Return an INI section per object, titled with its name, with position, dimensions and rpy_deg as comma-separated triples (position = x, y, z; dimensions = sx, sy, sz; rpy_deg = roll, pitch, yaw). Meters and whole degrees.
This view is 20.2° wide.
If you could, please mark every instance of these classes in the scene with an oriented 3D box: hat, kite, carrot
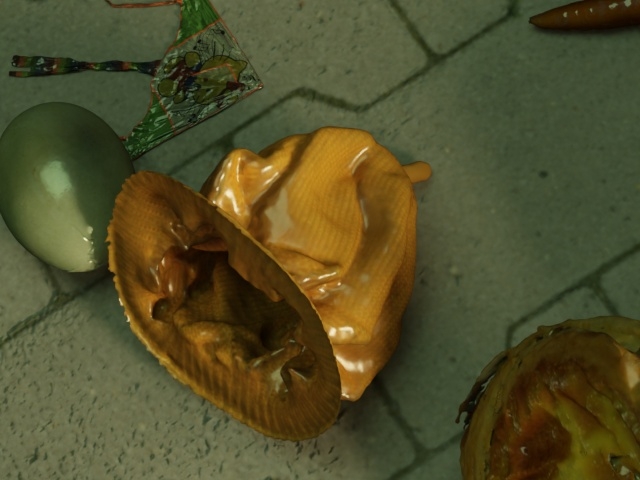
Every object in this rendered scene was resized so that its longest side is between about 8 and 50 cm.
[hat]
position = 0.000, 0.000, 1.373
dimensions = 0.233, 0.244, 0.233
rpy_deg = -34, 88, -32
[kite]
position = -0.159, -0.152, 1.553
dimensions = 0.244, 0.006, 0.198
rpy_deg = 8, 69, 21
[carrot]
position = 0.269, -0.185, 1.414
dimensions = 0.216, 0.048, 0.048
rpy_deg = -2, 66, 22

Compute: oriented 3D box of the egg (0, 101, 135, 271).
[egg]
position = -0.206, -0.043, 1.456
dimensions = 0.114, 0.114, 0.152
rpy_deg = -24, 63, 6

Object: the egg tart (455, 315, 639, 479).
[egg tart]
position = 0.209, 0.185, 1.186
dimensions = 0.297, 0.132, 0.297
rpy_deg = 15, 110, 46
